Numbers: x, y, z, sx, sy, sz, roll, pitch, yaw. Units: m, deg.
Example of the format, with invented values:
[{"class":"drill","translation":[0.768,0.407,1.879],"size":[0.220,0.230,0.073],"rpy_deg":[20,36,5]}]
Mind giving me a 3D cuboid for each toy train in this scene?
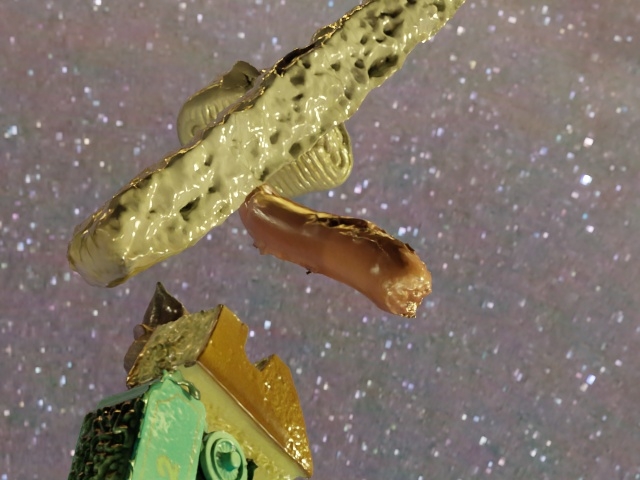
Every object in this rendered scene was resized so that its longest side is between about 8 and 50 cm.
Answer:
[{"class":"toy train","translation":[-0.152,0.234,0.928],"size":[0.112,0.163,0.203],"rpy_deg":[-25,-140,26]}]

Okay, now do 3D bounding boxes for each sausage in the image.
[{"class":"sausage","translation":[0.000,0.001,1.047],"size":[0.078,0.078,0.304],"rpy_deg":[-23,-149,-33]}]

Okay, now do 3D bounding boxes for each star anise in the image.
[{"class":"star anise","translation":[-0.214,0.218,1.553],"size":[0.108,0.315,0.315],"rpy_deg":[-5,-144,24]}]

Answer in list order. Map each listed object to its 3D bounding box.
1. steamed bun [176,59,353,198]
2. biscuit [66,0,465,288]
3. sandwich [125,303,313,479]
[{"class":"steamed bun","translation":[-0.074,-0.163,1.393],"size":[0.218,0.211,0.144],"rpy_deg":[-19,-143,18]},{"class":"biscuit","translation":[-0.027,-0.051,0.464],"size":[0.038,0.141,0.290],"rpy_deg":[51,-133,-9]},{"class":"sandwich","translation":[-0.108,0.200,1.237],"size":[0.235,0.122,0.128],"rpy_deg":[50,-146,-22]}]
